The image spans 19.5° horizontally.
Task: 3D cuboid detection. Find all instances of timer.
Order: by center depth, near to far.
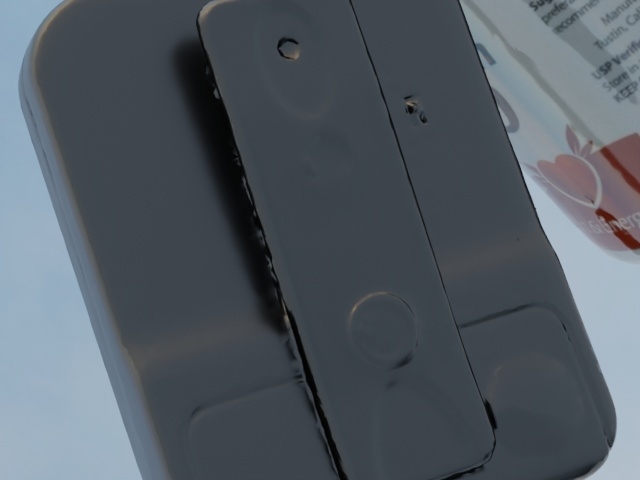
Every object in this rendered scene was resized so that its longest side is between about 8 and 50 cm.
[{"bbox_3d":[0.000,0.000,0.558,0.144,0.055,0.187,-16,-100,-21],"label":"timer"}]

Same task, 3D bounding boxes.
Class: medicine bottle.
[{"bbox_3d":[0.076,-0.137,0.693,0.288,0.157,0.157,44,-101,-15],"label":"medicine bottle"}]
